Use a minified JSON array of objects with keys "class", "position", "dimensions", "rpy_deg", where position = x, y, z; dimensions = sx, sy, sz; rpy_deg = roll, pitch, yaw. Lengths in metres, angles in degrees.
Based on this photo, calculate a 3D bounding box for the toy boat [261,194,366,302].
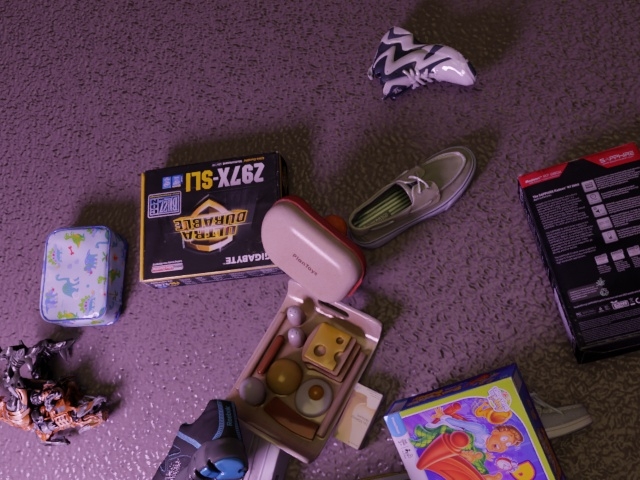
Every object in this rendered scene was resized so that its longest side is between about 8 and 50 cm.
[{"class":"toy boat","position":[0.000,0.000,1.436],"dimensions":[0.231,0.151,0.151],"rpy_deg":[40,45,5]}]

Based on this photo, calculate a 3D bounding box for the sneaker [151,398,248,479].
[{"class":"sneaker","position":[-0.239,0.427,1.377],"dimensions":[0.341,0.125,0.140],"rpy_deg":[-45,39,34]}]

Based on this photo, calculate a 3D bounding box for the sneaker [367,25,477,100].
[{"class":"sneaker","position":[0.202,-0.345,1.543],"dimensions":[0.234,0.094,0.153],"rpy_deg":[33,86,20]}]

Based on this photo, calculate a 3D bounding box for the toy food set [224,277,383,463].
[{"class":"toy food set","position":[-0.041,0.244,1.412],"dimensions":[0.219,0.092,0.306],"rpy_deg":[24,69,19]}]

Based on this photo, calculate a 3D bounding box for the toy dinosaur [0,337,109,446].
[{"class":"toy dinosaur","position":[-0.605,0.324,1.529],"dimensions":[0.321,0.164,0.219],"rpy_deg":[0,90,-8]}]

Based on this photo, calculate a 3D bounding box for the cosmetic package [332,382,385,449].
[{"class":"cosmetic package","position":[0.075,0.340,1.406],"dimensions":[0.060,0.041,0.115],"rpy_deg":[22,81,18]}]

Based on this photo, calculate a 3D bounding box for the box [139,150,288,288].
[{"class":"box","position":[-0.226,-0.042,1.571],"dimensions":[0.321,0.079,0.257],"rpy_deg":[-6,71,12]}]

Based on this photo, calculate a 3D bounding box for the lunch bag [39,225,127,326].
[{"class":"lunch bag","position":[-0.524,0.078,1.602],"dimensions":[0.175,0.090,0.219],"rpy_deg":[-5,73,11]}]

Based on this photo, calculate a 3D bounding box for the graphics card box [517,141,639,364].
[{"class":"graphics card box","position":[0.525,0.018,1.327],"dimensions":[0.232,0.094,0.371],"rpy_deg":[-16,59,8]}]

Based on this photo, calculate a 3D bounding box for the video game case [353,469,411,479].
[{"class":"video game case","position":[0.144,0.537,1.237],"dimensions":[0.035,0.248,0.275],"rpy_deg":[-28,65,42]}]

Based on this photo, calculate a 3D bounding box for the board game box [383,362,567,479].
[{"class":"board game box","position":[0.285,0.410,1.227],"dimensions":[0.233,0.078,0.347],"rpy_deg":[-24,89,23]}]

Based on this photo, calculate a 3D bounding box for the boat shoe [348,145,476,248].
[{"class":"boat shoe","position":[0.189,-0.090,1.472],"dimensions":[0.302,0.094,0.109],"rpy_deg":[-38,69,1]}]

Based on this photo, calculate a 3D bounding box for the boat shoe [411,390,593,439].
[{"class":"boat shoe","position":[0.321,0.316,1.315],"dimensions":[0.320,0.118,0.103],"rpy_deg":[-9,77,18]}]

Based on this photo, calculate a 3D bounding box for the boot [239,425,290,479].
[{"class":"boot","position":[-0.148,0.485,1.403],"dimensions":[0.123,0.095,0.259],"rpy_deg":[10,68,22]}]
